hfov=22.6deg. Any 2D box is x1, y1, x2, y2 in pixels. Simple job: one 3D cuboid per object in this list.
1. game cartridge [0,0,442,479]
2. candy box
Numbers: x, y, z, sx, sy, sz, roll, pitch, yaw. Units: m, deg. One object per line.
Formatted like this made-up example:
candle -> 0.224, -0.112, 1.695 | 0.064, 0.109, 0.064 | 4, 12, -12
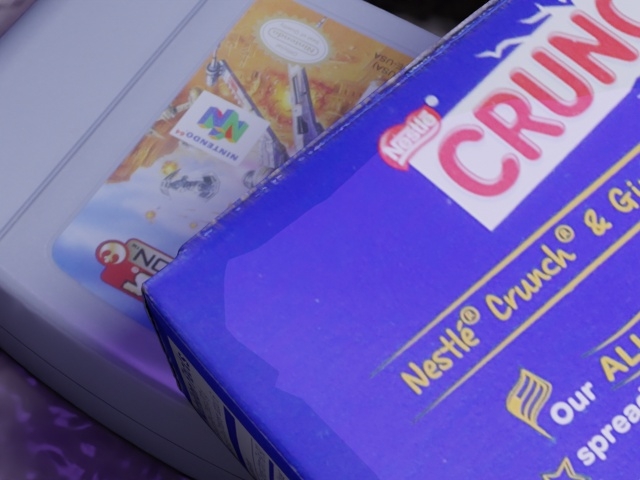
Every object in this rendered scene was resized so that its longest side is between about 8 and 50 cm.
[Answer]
game cartridge -> 0.000, 0.000, 0.587 | 0.297, 0.062, 0.198 | 27, 51, 11
candy box -> 0.152, 0.060, 0.453 | 0.268, 0.122, 0.317 | -39, 76, -15
